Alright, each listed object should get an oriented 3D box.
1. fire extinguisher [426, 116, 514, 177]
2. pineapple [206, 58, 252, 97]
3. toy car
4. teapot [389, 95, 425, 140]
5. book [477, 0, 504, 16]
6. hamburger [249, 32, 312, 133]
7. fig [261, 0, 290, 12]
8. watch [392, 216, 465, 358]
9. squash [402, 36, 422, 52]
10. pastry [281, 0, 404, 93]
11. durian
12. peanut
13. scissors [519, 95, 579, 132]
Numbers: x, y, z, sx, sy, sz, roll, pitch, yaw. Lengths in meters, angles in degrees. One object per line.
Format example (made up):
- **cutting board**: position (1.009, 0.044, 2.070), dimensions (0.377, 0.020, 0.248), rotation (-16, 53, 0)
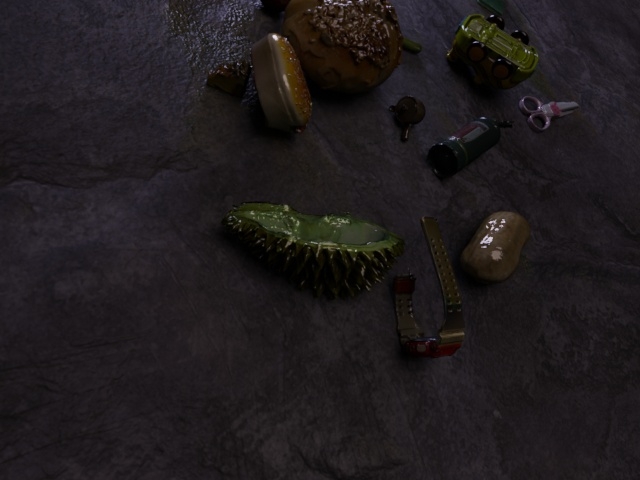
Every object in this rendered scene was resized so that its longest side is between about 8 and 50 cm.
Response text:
- **fire extinguisher**: position (0.396, -0.263, 1.396), dimensions (0.294, 0.118, 0.093), rotation (-34, 121, -34)
- **pineapple**: position (-0.177, -0.348, 1.140), dimensions (0.114, 0.114, 0.077), rotation (-17, 95, -28)
- **toy car**: position (0.484, -0.523, 1.530), dimensions (0.248, 0.142, 0.200), rotation (37, 55, 4)
- **teapot**: position (0.218, -0.305, 1.354), dimensions (0.080, 0.085, 0.110), rotation (2, 95, -51)
- **book**: position (0.567, -0.815, 1.781), dimensions (0.103, 0.017, 0.135), rotation (26, 58, -16)
- **hamburger**: position (-0.082, -0.333, 1.140), dimensions (0.116, 0.173, 0.210), rotation (-10, 68, 0)
- **fig**: position (-0.094, -0.605, 1.315), dimensions (0.089, 0.089, 0.125), rotation (51, 30, 2)
- **watch**: position (0.208, 0.103, 1.083), dimensions (0.102, 0.165, 0.268), rotation (-1, 71, -29)
- **squash**: position (0.246, -0.542, 1.484), dimensions (0.083, 0.027, 0.027), rotation (17, 61, -21)
- **pastry**: position (0.066, -0.488, 1.250), dimensions (0.315, 0.184, 0.284), rotation (-22, 78, -44)
- **durian**: position (0.004, -0.005, 1.041), dimensions (0.394, 0.163, 0.198), rotation (11, 61, -16)
- **peanut**: position (0.419, 0.013, 1.267), dimensions (0.122, 0.137, 0.253), rotation (14, 48, 32)
- **scissors**: position (0.718, -0.400, 1.660), dimensions (0.242, 0.030, 0.118), rotation (-14, 76, -29)
